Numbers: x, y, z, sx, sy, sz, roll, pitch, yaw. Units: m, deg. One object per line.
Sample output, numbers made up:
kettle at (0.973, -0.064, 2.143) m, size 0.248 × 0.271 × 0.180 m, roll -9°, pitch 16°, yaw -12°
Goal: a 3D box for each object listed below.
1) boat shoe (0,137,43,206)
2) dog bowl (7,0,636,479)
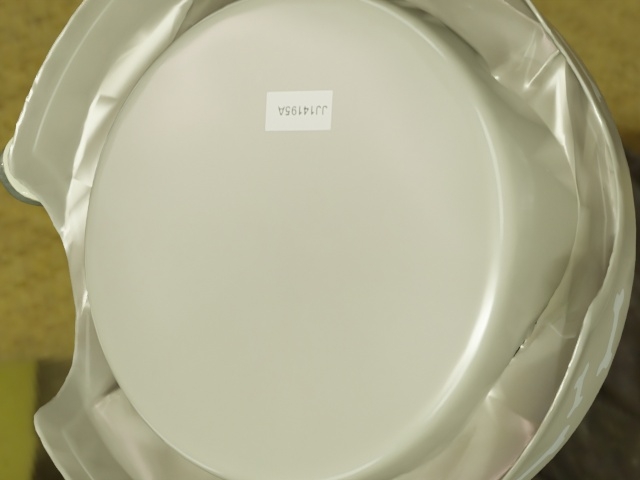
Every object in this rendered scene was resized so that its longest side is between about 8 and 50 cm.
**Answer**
boat shoe at (-0.153, -0.063, 1.522) m, size 0.233 × 0.084 × 0.079 m, roll -17°, pitch 172°, yaw -41°
dog bowl at (0.000, 0.000, 0.994) m, size 0.349 × 0.349 × 0.102 m, roll -44°, pitch 155°, yaw 20°
